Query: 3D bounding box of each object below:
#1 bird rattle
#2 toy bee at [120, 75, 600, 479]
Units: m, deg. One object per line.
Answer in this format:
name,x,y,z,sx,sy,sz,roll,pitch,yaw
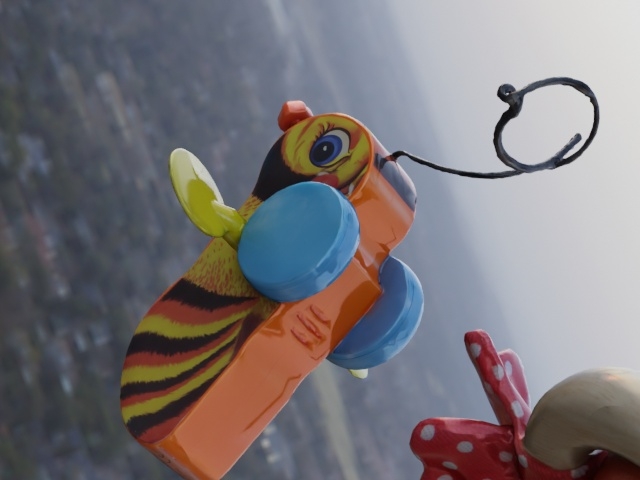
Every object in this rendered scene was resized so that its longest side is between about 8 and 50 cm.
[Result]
bird rattle,0.155,0.130,0.831,0.253,0.143,0.207,57,-24,17
toy bee,0.000,0.000,1.032,0.162,0.298,0.195,49,-20,49
